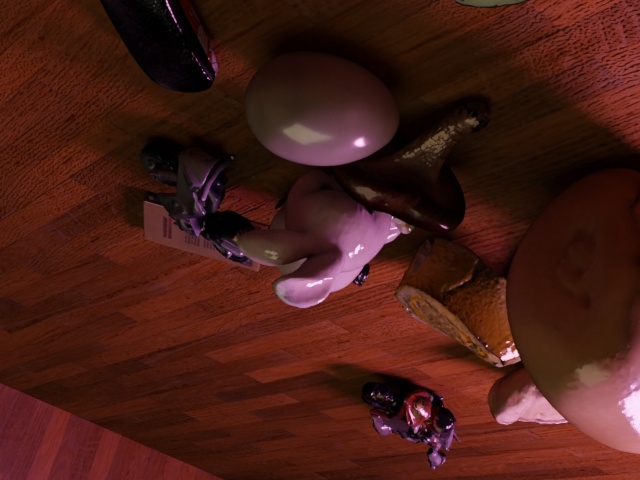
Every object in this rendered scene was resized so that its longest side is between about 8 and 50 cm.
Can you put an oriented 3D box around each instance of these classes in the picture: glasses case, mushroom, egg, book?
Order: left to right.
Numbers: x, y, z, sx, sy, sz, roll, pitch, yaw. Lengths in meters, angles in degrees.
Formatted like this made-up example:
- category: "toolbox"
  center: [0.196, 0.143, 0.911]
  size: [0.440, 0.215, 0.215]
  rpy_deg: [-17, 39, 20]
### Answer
- category: "glasses case"
  center: [-0.216, -0.287, 1.428]
  size: [0.103, 0.067, 0.267]
  rpy_deg: [7, 153, 19]
- category: "book"
  center: [-0.217, -0.014, 2.010]
  size: [0.230, 0.026, 0.161]
  rpy_deg: [16, 153, -1]
- category: "egg"
  center: [0.002, -0.174, 1.440]
  size: [0.209, 0.151, 0.151]
  rpy_deg: [11, 154, -6]
- category: "mushroom"
  center: [0.144, -0.131, 1.510]
  size: [0.227, 0.148, 0.217]
  rpy_deg: [16, 137, -22]

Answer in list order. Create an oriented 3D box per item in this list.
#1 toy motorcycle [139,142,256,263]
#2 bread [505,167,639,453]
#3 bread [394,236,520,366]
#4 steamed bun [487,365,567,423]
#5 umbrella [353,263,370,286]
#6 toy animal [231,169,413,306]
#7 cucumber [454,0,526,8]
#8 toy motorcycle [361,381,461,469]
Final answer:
- category: "toy motorcycle"
  center: [-0.181, -0.065, 1.788]
  size: [0.159, 0.106, 0.270]
  rpy_deg: [-11, 128, 48]
- category: "bread"
  center: [0.436, 0.121, 1.556]
  size: [0.253, 0.348, 0.376]
  rpy_deg: [-15, 142, 41]
- category: "bread"
  center: [0.253, 0.112, 1.840]
  size: [0.257, 0.124, 0.186]
  rpy_deg: [37, 167, 1]
- category: "steamed bun"
  center: [0.439, 0.290, 2.153]
  size: [0.212, 0.110, 0.231]
  rpy_deg: [-9, 149, -1]
- category: "umbrella"
  center: [0.001, 0.027, 1.956]
  size: [0.188, 0.046, 0.050]
  rpy_deg: [24, 149, -5]
- category: "toy animal"
  center: [0.002, -0.007, 1.683]
  size: [0.183, 0.247, 0.310]
  rpy_deg: [47, 172, -2]
- category: "cucumber"
  center: [0.175, -0.334, 1.068]
  size: [0.191, 0.130, 0.191]
  rpy_deg: [9, 150, 5]
- category: "toy motorcycle"
  center: [0.243, 0.435, 2.526]
  size: [0.207, 0.134, 0.401]
  rpy_deg: [8, 152, 28]
